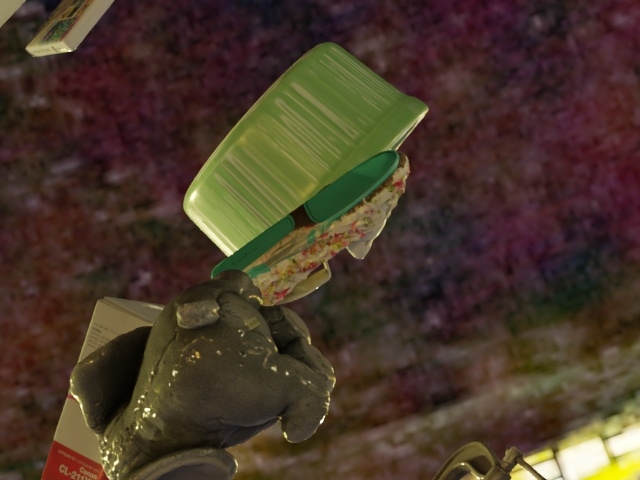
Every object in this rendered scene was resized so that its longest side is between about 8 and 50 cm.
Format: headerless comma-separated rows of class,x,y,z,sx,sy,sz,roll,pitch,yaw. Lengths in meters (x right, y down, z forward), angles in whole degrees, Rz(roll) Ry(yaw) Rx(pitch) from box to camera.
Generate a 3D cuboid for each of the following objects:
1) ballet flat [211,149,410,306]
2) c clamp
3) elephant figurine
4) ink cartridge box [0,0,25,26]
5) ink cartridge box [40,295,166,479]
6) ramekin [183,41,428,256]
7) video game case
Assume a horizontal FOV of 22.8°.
ballet flat,0.000,0.000,1.583,0.241,0.077,0.091,-33,-152,12
c clamp,0.099,0.214,1.221,0.160,0.022,0.137,-51,-161,6
elephant figurine,-0.116,0.148,1.244,0.239,0.186,0.169,-42,-162,13
ink cartridge box,-0.480,-0.350,1.980,0.134,0.231,0.078,-56,160,-36
ink cartridge box,-0.161,0.148,1.429,0.072,0.175,0.127,21,-175,36
ramekin,-0.025,-0.093,1.895,0.303,0.148,0.303,-48,179,-1
video game case,-0.237,-0.258,1.661,0.157,0.019,0.143,-54,-157,-13
